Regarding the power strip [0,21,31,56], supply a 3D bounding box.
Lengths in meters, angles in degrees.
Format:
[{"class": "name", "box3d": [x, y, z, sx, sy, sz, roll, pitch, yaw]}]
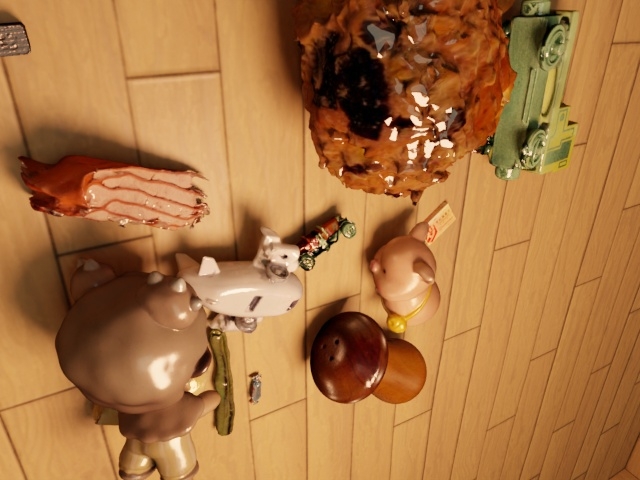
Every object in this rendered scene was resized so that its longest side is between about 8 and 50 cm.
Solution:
[{"class": "power strip", "box3d": [-0.412, -0.238, 0.591, 0.111, 0.029, 0.038, -18, 122, -24]}]

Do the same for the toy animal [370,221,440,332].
[{"class": "toy animal", "box3d": [0.189, 0.098, 1.072, 0.149, 0.165, 0.248, -11, 138, 0]}]

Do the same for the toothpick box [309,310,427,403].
[{"class": "toothpick box", "box3d": [0.110, 0.272, 1.097, 0.294, 0.192, 0.192, 28, 97, -45]}]

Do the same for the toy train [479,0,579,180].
[{"class": "toy train", "box3d": [0.456, -0.315, 1.039, 0.237, 0.150, 0.369, -20, 124, -33]}]

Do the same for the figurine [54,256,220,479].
[{"class": "figurine", "box3d": [-0.275, 0.211, 0.760, 0.203, 0.248, 0.381, -32, 126, -52]}]

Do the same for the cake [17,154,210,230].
[{"class": "cake", "box3d": [-0.277, -0.064, 0.723, 0.287, 0.135, 0.098, 3, 98, -43]}]

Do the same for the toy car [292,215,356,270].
[{"class": "toy car", "box3d": [0.000, 0.000, 0.953, 0.143, 0.073, 0.054, -37, 111, -10]}]

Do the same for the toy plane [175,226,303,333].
[{"class": "toy plane", "box3d": [-0.140, 0.077, 0.881, 0.244, 0.117, 0.245, -17, 138, -16]}]

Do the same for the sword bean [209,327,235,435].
[{"class": "sword bean", "box3d": [-0.199, 0.287, 0.997, 0.043, 0.038, 0.269, -32, 131, -47]}]

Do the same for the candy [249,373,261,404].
[{"class": "candy", "box3d": [-0.142, 0.323, 1.061, 0.030, 0.020, 0.083, -5, 118, -30]}]

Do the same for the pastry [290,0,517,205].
[{"class": "pastry", "box3d": [0.119, -0.243, 0.748, 0.405, 0.292, 0.337, 40, 63, -49]}]

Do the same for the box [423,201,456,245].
[{"class": "box", "box3d": [0.270, -0.039, 1.139, 0.093, 0.015, 0.058, -44, 128, -6]}]

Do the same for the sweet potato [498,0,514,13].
[{"class": "sweet potato", "box3d": [0.296, -0.467, 0.895, 0.346, 0.079, 0.108, -5, 104, -34]}]

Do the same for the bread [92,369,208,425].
[{"class": "bread", "box3d": [-0.309, 0.282, 0.907, 0.178, 0.060, 0.139, 18, 103, -37]}]
